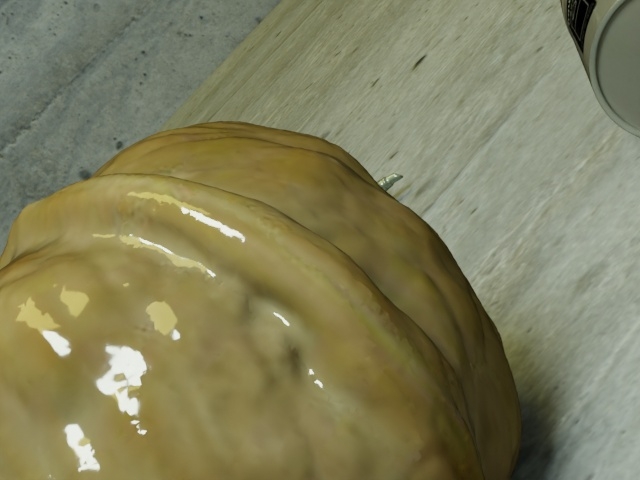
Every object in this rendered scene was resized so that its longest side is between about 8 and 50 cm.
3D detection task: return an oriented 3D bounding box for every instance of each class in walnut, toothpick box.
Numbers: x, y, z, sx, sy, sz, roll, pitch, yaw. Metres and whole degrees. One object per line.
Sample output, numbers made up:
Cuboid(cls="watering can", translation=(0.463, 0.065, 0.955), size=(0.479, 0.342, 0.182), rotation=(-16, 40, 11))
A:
Cuboid(cls="walnut", translation=(-0.046, 0.082, 0.664), size=(0.285, 0.285, 0.296), rotation=(-29, 15, 46))
Cuboid(cls="toothpick box", translation=(0.213, -0.142, 0.867), size=(0.111, 0.111, 0.181), rotation=(-39, 17, 20))

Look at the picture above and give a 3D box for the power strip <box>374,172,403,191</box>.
Cuboid(cls="power strip", translation=(0.000, 0.000, 1.199), size=(0.191, 0.030, 0.047), rotation=(-39, 15, 21))
